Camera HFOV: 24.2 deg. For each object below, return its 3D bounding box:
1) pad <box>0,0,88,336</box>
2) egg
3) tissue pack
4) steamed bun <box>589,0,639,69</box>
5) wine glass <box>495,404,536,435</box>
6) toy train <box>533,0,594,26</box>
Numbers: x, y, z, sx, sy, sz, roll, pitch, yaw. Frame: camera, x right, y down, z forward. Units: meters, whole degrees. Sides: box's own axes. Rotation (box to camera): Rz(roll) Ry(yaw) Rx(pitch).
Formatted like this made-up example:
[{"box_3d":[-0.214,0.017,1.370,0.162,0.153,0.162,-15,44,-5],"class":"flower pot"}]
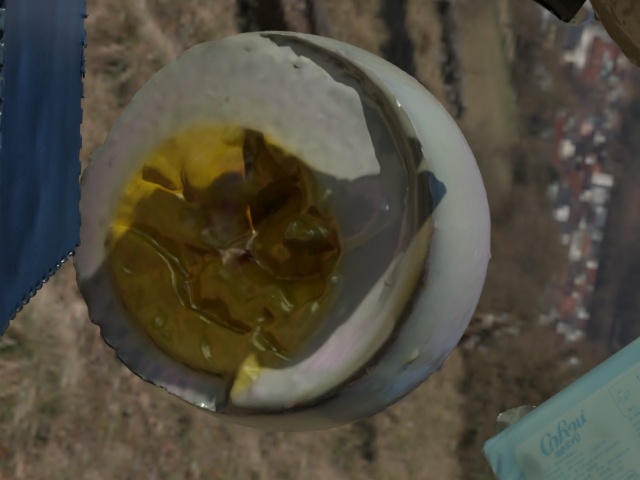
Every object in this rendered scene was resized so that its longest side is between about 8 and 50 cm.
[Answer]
[{"box_3d":[-0.188,-0.093,1.014,0.269,0.012,0.269,-77,171,-79],"class":"pad"},{"box_3d":[0.000,0.000,1.398,0.340,0.354,0.354,14,86,-67],"class":"egg"},{"box_3d":[0.289,0.181,1.275,0.089,0.263,0.177,35,22,-49],"class":"tissue pack"},{"box_3d":[0.261,-0.173,0.757,0.177,0.283,0.283,66,36,-76],"class":"steamed bun"},{"box_3d":[0.229,0.230,1.472,0.198,0.066,0.066,-124,-142,-69],"class":"wine glass"},{"box_3d":[0.123,-0.228,1.020,0.131,0.204,0.083,-55,-179,-10],"class":"toy train"}]
